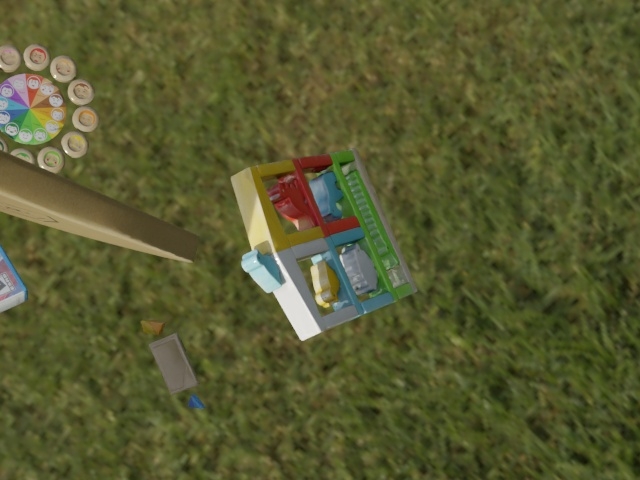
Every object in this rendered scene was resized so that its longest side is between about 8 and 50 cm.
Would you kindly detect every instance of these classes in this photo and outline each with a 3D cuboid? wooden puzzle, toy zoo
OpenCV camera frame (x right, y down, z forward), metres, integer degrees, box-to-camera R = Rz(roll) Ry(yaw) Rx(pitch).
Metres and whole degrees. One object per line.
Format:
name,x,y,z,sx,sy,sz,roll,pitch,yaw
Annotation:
wooden puzzle,-0.172,0.144,1.635,0.014,0.116,0.078,-23,7,-37
toy zoo,0.000,0.000,1.539,0.030,0.293,0.192,-26,85,29

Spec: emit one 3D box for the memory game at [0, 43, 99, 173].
memory game,-0.384,-0.175,1.837,0.186,0.186,0.012,-65,13,-20

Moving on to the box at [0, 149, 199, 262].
box,-0.175,-0.035,0.668,0.164,0.201,0.021,16,84,29

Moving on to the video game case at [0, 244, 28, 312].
video game case,-0.279,0.022,0.838,0.166,0.015,0.119,-26,67,-24
